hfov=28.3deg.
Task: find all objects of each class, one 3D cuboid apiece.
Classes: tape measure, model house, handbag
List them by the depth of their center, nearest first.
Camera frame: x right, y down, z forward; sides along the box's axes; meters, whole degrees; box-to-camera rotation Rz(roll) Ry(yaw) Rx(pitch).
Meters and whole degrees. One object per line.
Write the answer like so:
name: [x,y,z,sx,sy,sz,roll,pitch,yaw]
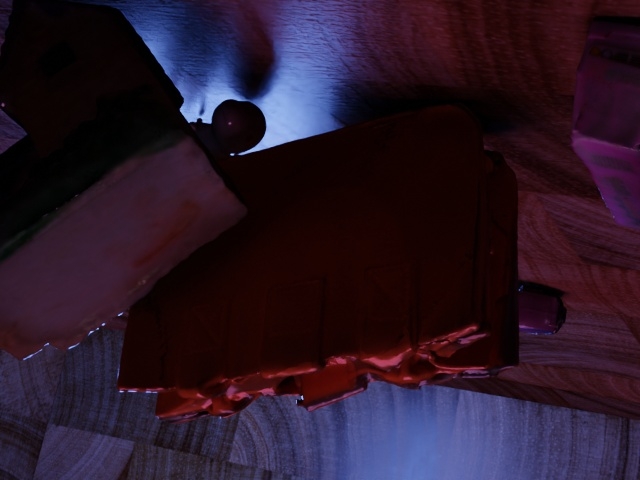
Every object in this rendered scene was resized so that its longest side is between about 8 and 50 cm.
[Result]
model house: [-0.282,-0.081,1.308,0.280,0.312,0.245,56,-177,28]
handbag: [0.000,0.030,1.330,0.410,0.304,0.116,-12,144,24]
tape measure: [0.342,0.116,2.098,0.118,0.074,0.125,9,173,-7]

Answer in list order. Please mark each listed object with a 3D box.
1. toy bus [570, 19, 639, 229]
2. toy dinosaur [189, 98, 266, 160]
toy bus: [0.291,-0.093,1.129,0.090,0.112,0.274,15,170,27]
toy dinosaur: [-0.136,-0.113,1.518,0.177,0.152,0.194,-20,152,11]
